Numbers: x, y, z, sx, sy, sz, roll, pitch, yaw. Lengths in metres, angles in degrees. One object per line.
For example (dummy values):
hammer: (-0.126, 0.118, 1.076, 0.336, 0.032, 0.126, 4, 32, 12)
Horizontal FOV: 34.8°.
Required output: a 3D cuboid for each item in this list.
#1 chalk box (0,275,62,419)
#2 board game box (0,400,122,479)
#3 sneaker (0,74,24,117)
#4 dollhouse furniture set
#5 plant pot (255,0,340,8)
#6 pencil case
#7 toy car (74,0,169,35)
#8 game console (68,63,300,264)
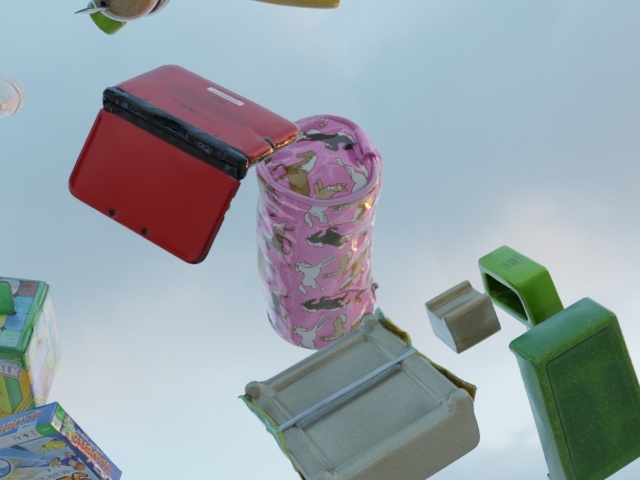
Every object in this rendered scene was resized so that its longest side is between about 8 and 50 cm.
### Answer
chalk box: (-0.446, 0.136, 1.407, 0.132, 0.132, 0.213, 6, -44, 1)
board game box: (-0.357, 0.269, 1.209, 0.201, 0.035, 0.136, -20, -56, 20)
sneaker: (-0.523, -0.196, 1.403, 0.212, 0.094, 0.080, -2, -70, 3)
dollhouse furniture set: (0.110, 0.159, 0.925, 0.301, 0.197, 0.151, -28, -63, -12)
plant pot: (-0.110, -0.445, 1.487, 0.187, 0.212, 0.212, -21, -59, -44)
pencil case: (0.000, 0.000, 1.438, 0.167, 0.160, 0.386, -49, -24, -28)
toy car: (-0.244, -0.320, 1.220, 0.155, 0.188, 0.149, -35, -68, 14)
game console: (-0.109, -0.066, 0.821, 0.124, 0.144, 0.085, -36, -33, -47)
